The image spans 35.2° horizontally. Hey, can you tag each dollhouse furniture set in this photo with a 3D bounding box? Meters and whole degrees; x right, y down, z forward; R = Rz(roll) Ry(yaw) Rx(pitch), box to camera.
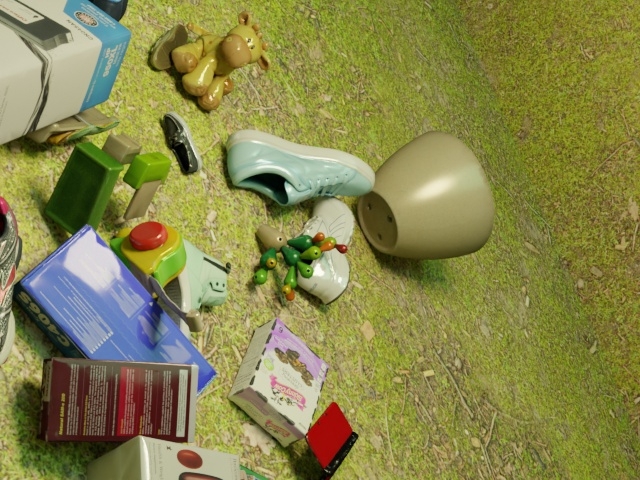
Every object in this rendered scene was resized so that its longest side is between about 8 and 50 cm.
[{"bbox_3d":[-0.459,-0.154,1.860,0.302,0.151,0.198,35,23,17],"label":"dollhouse furniture set"}]

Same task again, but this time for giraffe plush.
[{"bbox_3d":[-0.205,-0.414,2.258,0.181,0.171,0.210,51,37,-40],"label":"giraffe plush"}]

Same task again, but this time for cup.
[{"bbox_3d":[0.234,-0.085,2.523,0.237,0.331,0.331,-21,81,-29],"label":"cup"}]

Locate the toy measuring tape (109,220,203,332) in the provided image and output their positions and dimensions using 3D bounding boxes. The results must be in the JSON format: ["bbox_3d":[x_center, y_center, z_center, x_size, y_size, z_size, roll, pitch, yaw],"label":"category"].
[{"bbox_3d":[-0.265,0.050,1.792,0.121,0.121,0.330,18,12,-45],"label":"toy measuring tape"}]

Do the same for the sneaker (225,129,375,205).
[{"bbox_3d":[-0.046,-0.130,2.292,0.366,0.135,0.150,11,60,-19],"label":"sneaker"}]

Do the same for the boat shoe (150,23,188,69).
[{"bbox_3d":[-0.345,-0.427,2.247,0.056,0.048,0.153,57,36,-35],"label":"boat shoe"}]

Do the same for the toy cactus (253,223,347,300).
[{"bbox_3d":[-0.068,0.030,2.176,0.219,0.112,0.180,-33,52,-21],"label":"toy cactus"}]

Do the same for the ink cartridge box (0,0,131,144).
[{"bbox_3d":[-0.558,-0.323,1.695,0.285,0.166,0.395,36,33,9],"label":"ink cartridge box"}]

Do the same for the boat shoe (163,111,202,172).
[{"bbox_3d":[-0.296,-0.207,2.128,0.040,0.049,0.142,-28,89,-56],"label":"boat shoe"}]

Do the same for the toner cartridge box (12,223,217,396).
[{"bbox_3d":[-0.348,0.159,1.713,0.347,0.075,0.165,52,54,-11],"label":"toner cartridge box"}]

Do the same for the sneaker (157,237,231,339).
[{"bbox_3d":[-0.231,0.118,1.916,0.151,0.094,0.255,29,44,-37],"label":"sneaker"}]

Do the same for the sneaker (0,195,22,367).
[{"bbox_3d":[-0.523,0.067,1.530,0.121,0.112,0.299,1,57,-11],"label":"sneaker"}]

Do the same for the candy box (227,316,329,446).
[{"bbox_3d":[-0.079,0.281,2.008,0.165,0.070,0.196,45,37,-20],"label":"candy box"}]

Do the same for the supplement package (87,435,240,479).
[{"bbox_3d":[-0.244,0.437,1.603,0.203,0.149,0.194,22,48,-41],"label":"supplement package"}]

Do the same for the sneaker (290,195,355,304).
[{"bbox_3d":[0.000,0.000,2.303,0.129,0.111,0.297,27,42,-26],"label":"sneaker"}]

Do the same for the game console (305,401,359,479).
[{"bbox_3d":[0.008,0.415,2.005,0.085,0.124,0.144,35,33,10],"label":"game console"}]

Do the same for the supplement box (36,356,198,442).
[{"bbox_3d":[-0.321,0.257,1.612,0.240,0.073,0.130,7,79,-26],"label":"supplement box"}]

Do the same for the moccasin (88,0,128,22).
[{"bbox_3d":[-0.458,-0.455,1.968,0.138,0.116,0.342,14,9,-18],"label":"moccasin"}]

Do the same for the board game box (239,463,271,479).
[{"bbox_3d":[-0.093,0.581,1.780,0.213,0.046,0.317,36,40,-32],"label":"board game box"}]
